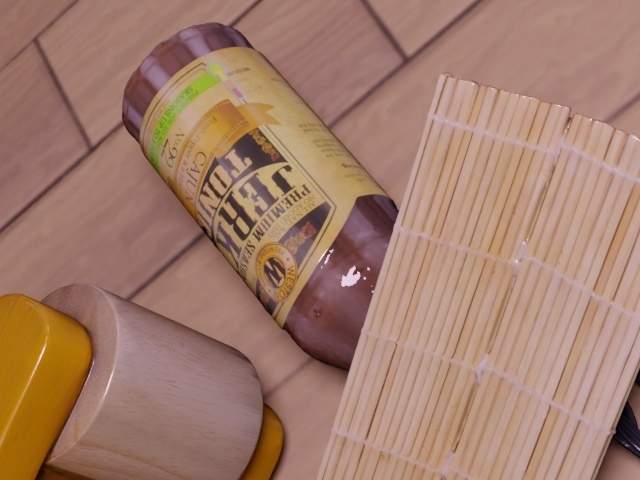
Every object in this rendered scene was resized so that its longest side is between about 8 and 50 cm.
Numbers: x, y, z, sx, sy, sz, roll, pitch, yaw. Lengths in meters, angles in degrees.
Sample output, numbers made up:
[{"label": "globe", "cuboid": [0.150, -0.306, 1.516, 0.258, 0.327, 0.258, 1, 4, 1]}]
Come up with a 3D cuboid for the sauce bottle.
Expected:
[{"label": "sauce bottle", "cuboid": [0.000, 0.000, 0.945, 0.111, 0.111, 0.344, -46, 61, 8]}]

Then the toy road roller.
[{"label": "toy road roller", "cuboid": [-0.206, 0.179, 0.959, 0.240, 0.202, 0.330, 24, 86, 48]}]

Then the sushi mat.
[{"label": "sushi mat", "cuboid": [0.091, 0.074, 0.809, 0.151, 0.019, 0.317, 24, 112, 19]}]

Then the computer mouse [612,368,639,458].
[{"label": "computer mouse", "cuboid": [0.199, 0.162, 0.804, 0.071, 0.041, 0.242, -16, 52, -1]}]
